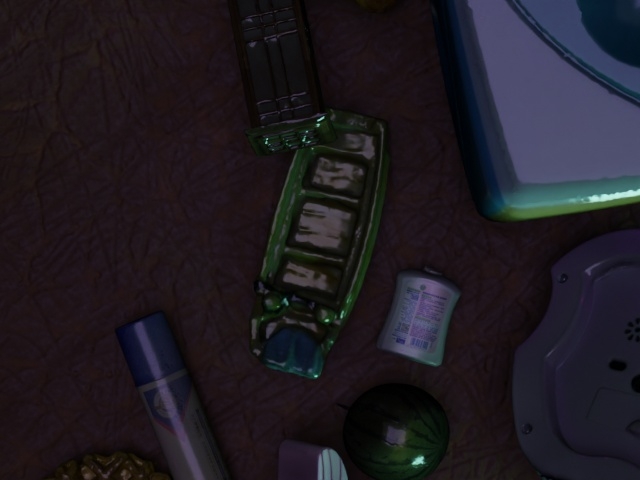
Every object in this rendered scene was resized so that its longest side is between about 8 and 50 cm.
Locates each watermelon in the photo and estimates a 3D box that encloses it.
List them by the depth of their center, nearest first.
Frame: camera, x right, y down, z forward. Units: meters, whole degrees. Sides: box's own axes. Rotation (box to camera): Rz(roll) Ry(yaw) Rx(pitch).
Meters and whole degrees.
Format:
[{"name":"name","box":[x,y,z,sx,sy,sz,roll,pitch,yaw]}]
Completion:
[{"name":"watermelon","box":[0.067,0.194,1.644,0.133,0.105,0.105,21,93,25]}]

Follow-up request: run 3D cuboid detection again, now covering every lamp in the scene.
[{"name":"lamp","box":[-0.056,-0.253,1.607,0.090,0.089,0.325,-12,77,4]}]

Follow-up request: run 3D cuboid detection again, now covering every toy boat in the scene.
[{"name":"toy boat","box":[0.000,0.001,1.653,0.111,0.084,0.276,14,89,5]}]

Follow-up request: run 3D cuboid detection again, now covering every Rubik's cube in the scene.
[{"name":"Rubik's cube","box":[0.284,-0.211,1.495,0.347,0.352,0.352,-11,89,2]}]

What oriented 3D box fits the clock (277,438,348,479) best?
[{"name":"clock","box":[-0.022,0.348,1.595,0.275,0.080,0.290,0,89,-32]}]

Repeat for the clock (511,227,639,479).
[{"name":"clock","box":[0.348,0.127,1.522,0.338,0.102,0.339,-18,50,22]}]

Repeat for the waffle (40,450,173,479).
[{"name":"waffle","box":[-0.215,0.316,1.685,0.149,0.051,0.194,-11,96,3]}]

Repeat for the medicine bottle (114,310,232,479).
[{"name":"medicine bottle","box":[-0.149,0.190,1.673,0.059,0.059,0.231,-22,91,3]}]

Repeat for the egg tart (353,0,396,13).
[{"name":"egg tart","box":[0.027,-0.318,1.604,0.074,0.191,0.191,-10,91,26]}]

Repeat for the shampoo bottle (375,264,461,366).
[{"name":"shampoo bottle","box":[0.105,0.075,1.665,0.072,0.043,0.099,16,92,2]}]
